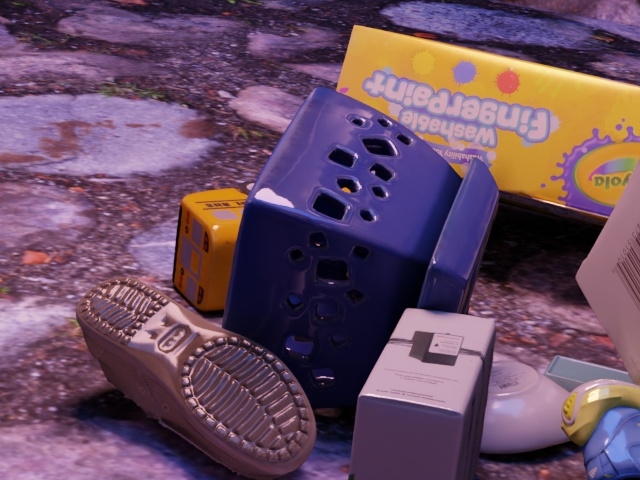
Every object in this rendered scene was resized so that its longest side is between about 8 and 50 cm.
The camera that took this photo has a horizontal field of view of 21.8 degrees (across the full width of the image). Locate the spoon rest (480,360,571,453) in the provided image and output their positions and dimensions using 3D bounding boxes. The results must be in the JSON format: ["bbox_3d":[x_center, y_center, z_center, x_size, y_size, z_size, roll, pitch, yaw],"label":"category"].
[{"bbox_3d":[0.234,0.153,1.605,0.276,0.084,0.137,-13,24,-15],"label":"spoon rest"}]

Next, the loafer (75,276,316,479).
[{"bbox_3d":[-0.109,0.130,1.502,0.268,0.092,0.102,36,59,28],"label":"loafer"}]

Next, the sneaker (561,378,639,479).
[{"bbox_3d":[0.325,0.207,1.482,0.240,0.091,0.126,13,48,-15],"label":"sneaker"}]

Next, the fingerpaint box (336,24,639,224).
[{"bbox_3d":[0.283,-0.117,2.046,0.444,0.163,0.371,15,1,24],"label":"fingerpaint box"}]

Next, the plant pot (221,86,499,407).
[{"bbox_3d":[0.041,0.026,1.586,0.212,0.236,0.236,18,35,8],"label":"plant pot"}]

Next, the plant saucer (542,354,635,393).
[{"bbox_3d":[0.320,0.153,1.692,0.192,0.018,0.067,14,21,16],"label":"plant saucer"}]

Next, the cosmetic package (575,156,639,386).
[{"bbox_3d":[0.470,0.008,1.576,0.385,0.217,0.156,-3,48,-24],"label":"cosmetic package"}]

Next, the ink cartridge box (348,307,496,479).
[{"bbox_3d":[0.085,0.163,1.389,0.087,0.153,0.208,10,19,11],"label":"ink cartridge box"}]

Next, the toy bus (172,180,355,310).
[{"bbox_3d":[0.000,0.000,1.873,0.332,0.108,0.130,-4,23,-28],"label":"toy bus"}]

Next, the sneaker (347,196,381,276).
[{"bbox_3d":[0.066,0.006,1.773,0.098,0.083,0.224,-3,64,-9],"label":"sneaker"}]
